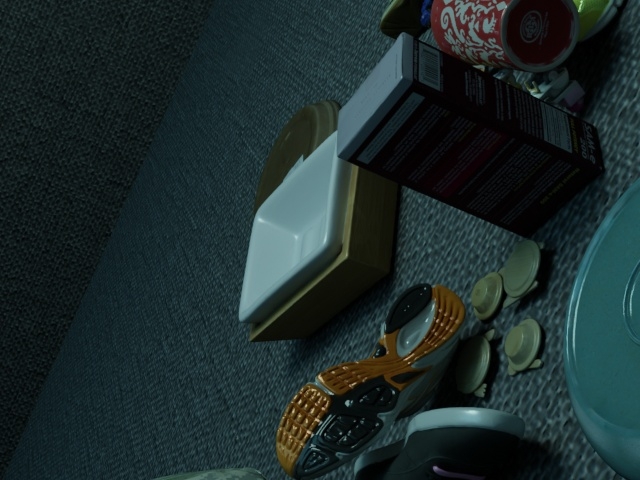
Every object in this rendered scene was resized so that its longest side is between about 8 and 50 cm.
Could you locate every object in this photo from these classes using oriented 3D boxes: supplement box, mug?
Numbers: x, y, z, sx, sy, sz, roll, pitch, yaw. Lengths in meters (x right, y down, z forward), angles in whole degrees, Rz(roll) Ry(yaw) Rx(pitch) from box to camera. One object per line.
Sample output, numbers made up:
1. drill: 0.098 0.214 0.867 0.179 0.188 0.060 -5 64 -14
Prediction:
1. supplement box: 0.151 -0.103 1.154 0.130 0.240 0.073 -48 27 43
2. mug: 0.195 -0.253 1.222 0.113 0.150 0.169 -27 21 -7

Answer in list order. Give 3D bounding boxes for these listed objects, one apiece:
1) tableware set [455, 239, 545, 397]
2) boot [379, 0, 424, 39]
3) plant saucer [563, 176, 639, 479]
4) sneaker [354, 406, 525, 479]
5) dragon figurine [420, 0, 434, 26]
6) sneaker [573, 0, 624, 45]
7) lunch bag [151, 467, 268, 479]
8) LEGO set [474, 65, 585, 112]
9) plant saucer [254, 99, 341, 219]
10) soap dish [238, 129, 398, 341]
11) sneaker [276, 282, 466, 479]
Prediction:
1. tableware set: 0.191 0.083 1.189 0.141 0.020 0.168 -35 40 59
2. boot: 0.163 -0.414 1.665 0.213 0.077 0.165 -41 32 56
3. plant saucer: 0.298 0.046 0.930 0.317 0.044 0.317 -51 27 39
4. sneaker: 0.111 0.262 1.106 0.296 0.105 0.146 133 150 -56
5. dragon figurine: 0.231 -0.343 1.327 0.289 0.144 0.085 -51 28 39
6. sneaker: 0.290 -0.315 1.227 0.081 0.094 0.208 17 88 68
7. lunch bag: -0.085 0.395 1.228 0.212 0.256 0.305 -65 21 13
8. LEGO set: 0.202 -0.140 1.320 0.132 0.107 0.287 -33 17 -4
9. plant saucer: -0.045 -0.120 1.944 0.278 0.041 0.277 -50 27 38
10. soap dish: 0.000 0.000 1.602 0.291 0.118 0.228 -43 32 50
11. sneaker: 0.065 0.171 1.205 0.262 0.121 0.099 -41 56 -19
